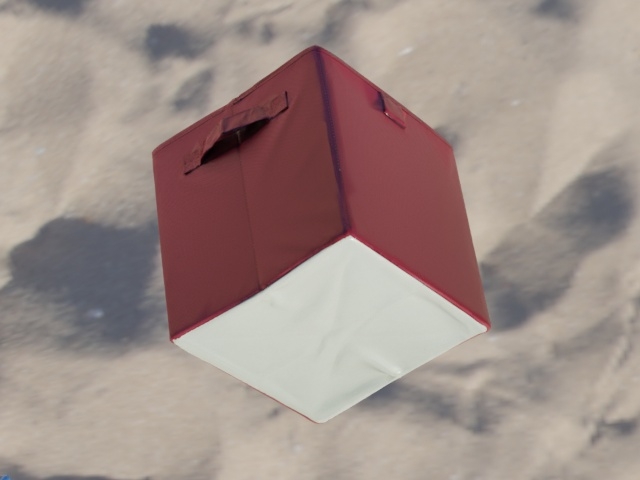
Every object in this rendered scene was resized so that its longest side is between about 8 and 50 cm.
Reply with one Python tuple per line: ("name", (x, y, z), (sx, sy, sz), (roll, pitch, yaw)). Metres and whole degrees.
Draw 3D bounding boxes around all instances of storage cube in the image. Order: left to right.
("storage cube", (0.000, 0.000, 1.565), (0.215, 0.184, 0.193), (35, 35, -41))

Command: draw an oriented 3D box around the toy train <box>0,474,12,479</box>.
("toy train", (-0.187, 0.208, 1.005), (0.105, 0.080, 0.184), (52, 33, -14))
